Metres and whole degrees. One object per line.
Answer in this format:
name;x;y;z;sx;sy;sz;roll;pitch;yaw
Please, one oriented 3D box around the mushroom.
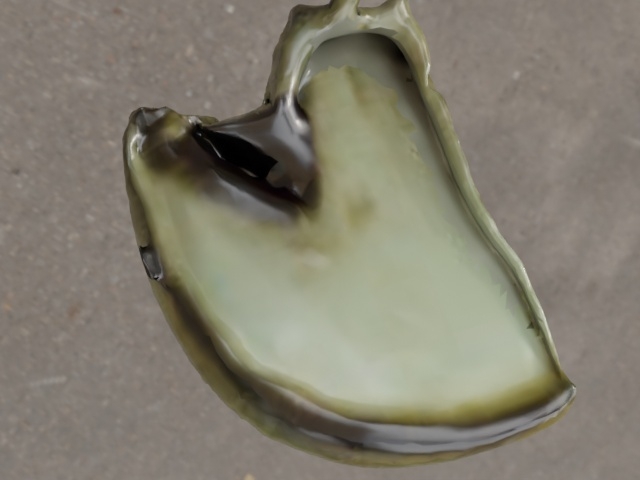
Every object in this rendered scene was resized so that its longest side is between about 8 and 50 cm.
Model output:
mushroom;-0.006;0.008;0.874;0.218;0.212;0.292;-18;88;-12
